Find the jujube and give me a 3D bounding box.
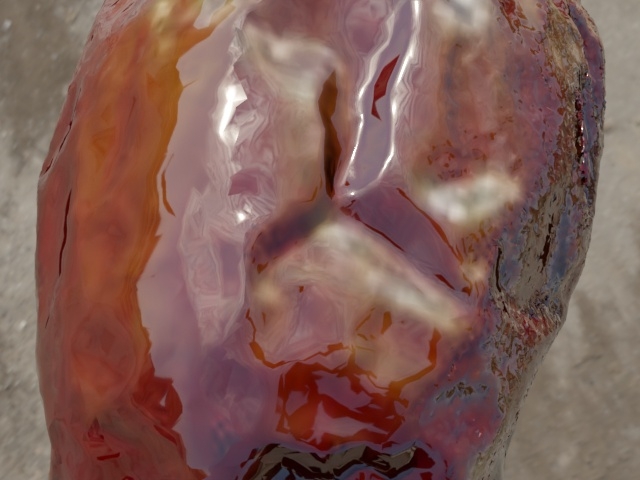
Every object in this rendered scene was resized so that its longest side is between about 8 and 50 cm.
[{"bbox_3d":[0.000,-0.002,0.735,0.276,0.276,0.377,13,66,-22],"label":"jujube"}]
